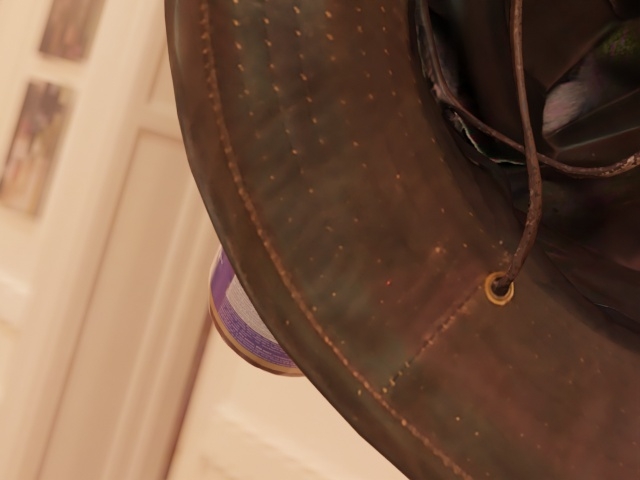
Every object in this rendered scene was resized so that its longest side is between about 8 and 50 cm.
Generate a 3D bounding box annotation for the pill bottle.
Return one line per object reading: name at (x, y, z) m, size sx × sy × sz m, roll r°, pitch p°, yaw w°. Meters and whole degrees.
pill bottle at (0.000, 0.000, 1.230) m, size 0.123 × 0.122 × 0.219 m, roll 16°, pitch -25°, yaw -5°

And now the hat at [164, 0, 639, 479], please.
hat at (0.107, -0.046, 0.583) m, size 0.331 × 0.331 × 0.134 m, roll 16°, pitch -7°, yaw -10°
